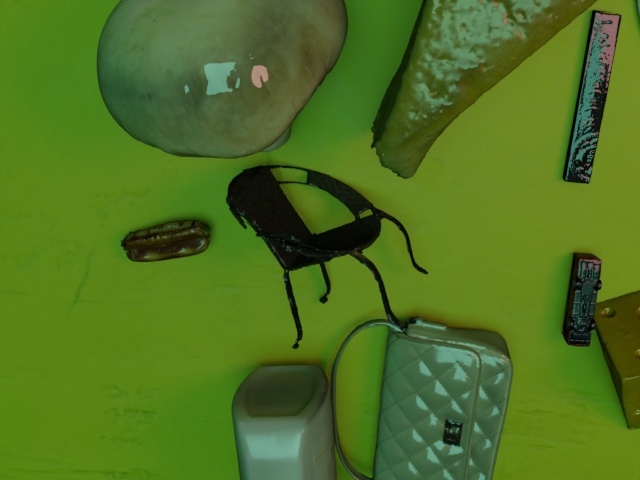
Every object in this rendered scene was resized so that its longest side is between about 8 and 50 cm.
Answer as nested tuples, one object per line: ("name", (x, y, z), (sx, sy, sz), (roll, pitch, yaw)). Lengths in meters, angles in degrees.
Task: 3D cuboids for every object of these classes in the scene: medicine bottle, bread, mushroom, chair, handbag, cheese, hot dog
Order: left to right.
("hot dog", (-0.191, -0.001, 0.959), (0.122, 0.037, 0.049), (-6, 118, 13))
("mushroom", (-0.089, -0.179, 0.807), (0.260, 0.253, 0.234), (-17, 142, 14))
("medicine bottle", (-0.034, 0.331, 0.969), (0.124, 0.179, 0.324), (-5, 108, 6))
("chair", (0.000, 0.000, 0.873), (0.149, 0.174, 0.213), (-21, 108, 29))
("handbag", (0.117, 0.219, 0.978), (0.219, 0.079, 0.256), (7, 106, 7))
("bread", (0.123, -0.260, 0.746), (0.362, 0.233, 0.245), (-41, 99, 16))
("cheese", (0.403, 0.166, 0.941), (0.093, 0.126, 0.171), (-20, 125, 12))

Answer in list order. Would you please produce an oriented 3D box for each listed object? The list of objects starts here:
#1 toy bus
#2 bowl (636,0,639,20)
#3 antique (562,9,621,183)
("toy bus", (0.312, 0.070, 0.929), (0.031, 0.043, 0.110), (4, 106, 0))
("bowl", (0.491, -0.268, 0.756), (0.314, 0.146, 0.313), (1, 107, 4))
("antique", (0.305, -0.159, 0.873), (0.031, 0.015, 0.192), (6, 108, 3))
